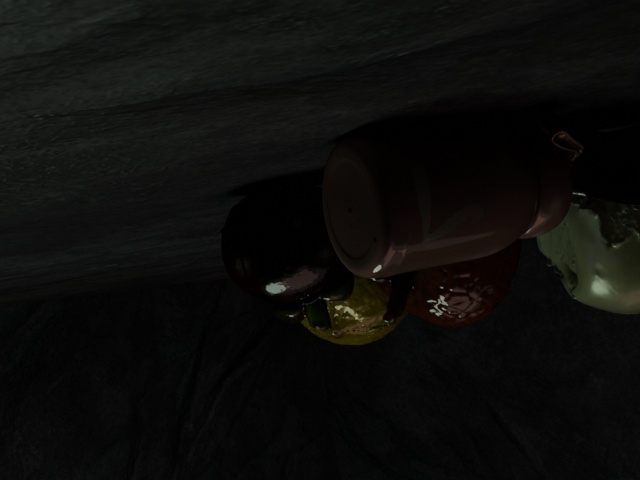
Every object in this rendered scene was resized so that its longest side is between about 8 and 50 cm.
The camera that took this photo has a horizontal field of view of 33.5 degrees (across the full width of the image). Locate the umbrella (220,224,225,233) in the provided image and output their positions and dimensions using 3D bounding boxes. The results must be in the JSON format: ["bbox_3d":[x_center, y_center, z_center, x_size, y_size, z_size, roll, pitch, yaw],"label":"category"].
[{"bbox_3d":[-0.101,-0.009,2.038,0.066,0.059,0.235,-17,166,27],"label":"umbrella"}]

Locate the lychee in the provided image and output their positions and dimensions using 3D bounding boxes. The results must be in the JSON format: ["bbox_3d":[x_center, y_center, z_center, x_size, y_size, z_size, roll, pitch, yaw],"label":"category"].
[{"bbox_3d":[0.162,0.006,1.516,0.300,0.255,0.255,-45,-171,-20],"label":"lychee"}]

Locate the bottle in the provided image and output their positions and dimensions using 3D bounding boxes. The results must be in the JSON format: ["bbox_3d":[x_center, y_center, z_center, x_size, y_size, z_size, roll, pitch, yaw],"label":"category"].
[{"bbox_3d":[0.170,-0.066,1.298,0.296,0.173,0.206,-7,142,-24],"label":"bottle"}]

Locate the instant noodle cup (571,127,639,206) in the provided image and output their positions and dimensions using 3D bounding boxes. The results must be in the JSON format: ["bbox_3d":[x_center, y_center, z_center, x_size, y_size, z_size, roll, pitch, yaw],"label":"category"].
[{"bbox_3d":[0.393,-0.106,1.485,0.273,0.091,0.274,9,-173,-1],"label":"instant noodle cup"}]

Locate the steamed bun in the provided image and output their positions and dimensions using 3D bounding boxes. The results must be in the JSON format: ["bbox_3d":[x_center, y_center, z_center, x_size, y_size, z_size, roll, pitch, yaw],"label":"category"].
[{"bbox_3d":[0.523,-0.052,1.744,0.311,0.233,0.334,-16,-144,-11],"label":"steamed bun"}]

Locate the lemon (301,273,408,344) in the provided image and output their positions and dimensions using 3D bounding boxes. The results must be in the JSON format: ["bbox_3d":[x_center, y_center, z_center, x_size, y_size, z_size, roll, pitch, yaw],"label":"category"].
[{"bbox_3d":[0.070,0.061,2.055,0.258,0.258,0.310,-14,-147,49],"label":"lemon"}]

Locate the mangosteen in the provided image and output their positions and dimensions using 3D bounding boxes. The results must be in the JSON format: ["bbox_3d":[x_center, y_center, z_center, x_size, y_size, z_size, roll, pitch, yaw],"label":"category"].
[{"bbox_3d":[-0.047,0.020,1.619,0.216,0.216,0.216,-10,176,-1],"label":"mangosteen"}]
